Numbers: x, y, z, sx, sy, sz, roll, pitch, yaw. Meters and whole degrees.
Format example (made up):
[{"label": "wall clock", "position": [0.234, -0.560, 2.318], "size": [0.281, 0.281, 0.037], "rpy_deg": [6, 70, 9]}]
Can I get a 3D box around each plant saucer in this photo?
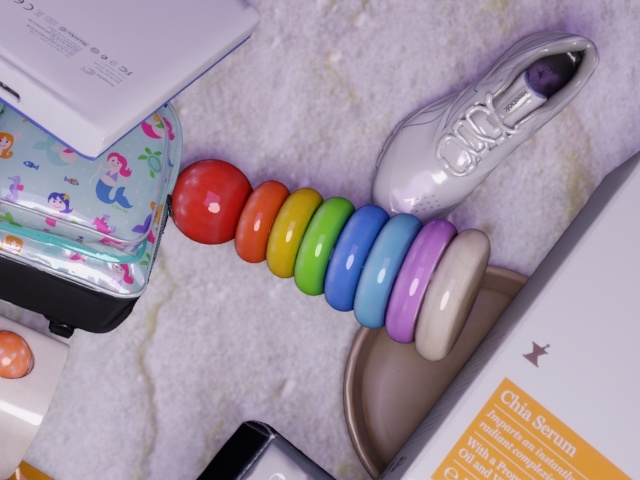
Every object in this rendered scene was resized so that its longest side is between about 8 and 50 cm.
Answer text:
[{"label": "plant saucer", "position": [0.160, 0.164, 1.650], "size": [0.277, 0.041, 0.278], "rpy_deg": [0, 85, -6]}]

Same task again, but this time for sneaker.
[{"label": "sneaker", "position": [0.170, -0.127, 1.631], "size": [0.297, 0.129, 0.111], "rpy_deg": [-43, 93, -7]}]

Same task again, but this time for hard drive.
[{"label": "hard drive", "position": [-0.218, -0.211, 1.520], "size": [0.210, 0.319, 0.040], "rpy_deg": [34, 127, 6]}]

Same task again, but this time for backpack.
[{"label": "backpack", "position": [-0.250, -0.065, 1.536], "size": [0.225, 0.191, 0.254], "rpy_deg": [20, 52, -11]}]

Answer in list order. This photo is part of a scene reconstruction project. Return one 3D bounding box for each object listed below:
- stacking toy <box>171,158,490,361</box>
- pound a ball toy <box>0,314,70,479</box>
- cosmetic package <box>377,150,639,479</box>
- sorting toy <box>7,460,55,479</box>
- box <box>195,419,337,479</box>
[{"label": "stacking toy", "position": [0.000, 0.000, 1.590], "size": [0.330, 0.141, 0.141], "rpy_deg": [22, 83, 13]}, {"label": "pound a ball toy", "position": [-0.375, 0.140, 1.482], "size": [0.319, 0.136, 0.208], "rpy_deg": [25, 38, -11]}, {"label": "cosmetic package", "position": [0.279, 0.143, 1.549], "size": [0.230, 0.161, 0.453], "rpy_deg": [38, 71, 1]}, {"label": "sorting toy", "position": [-0.435, 0.233, 1.582], "size": [0.307, 0.041, 0.229], "rpy_deg": [32, 78, -3]}, {"label": "box", "position": [-0.024, 0.503, 1.478], "size": [0.471, 0.297, 0.480], "rpy_deg": [39, 82, -4]}]
